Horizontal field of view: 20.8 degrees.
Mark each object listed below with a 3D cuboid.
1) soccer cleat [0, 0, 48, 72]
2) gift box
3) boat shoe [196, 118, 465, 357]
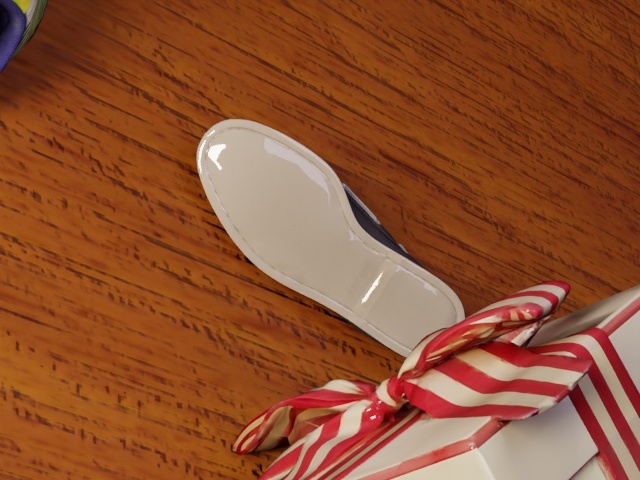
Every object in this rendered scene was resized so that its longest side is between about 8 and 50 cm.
[{"bbox_3d":[-0.184,-0.173,0.832,0.093,0.289,0.121,8,63,6],"label":"soccer cleat"},{"bbox_3d":[0.090,0.175,0.898,0.276,0.255,0.258,-28,90,-56],"label":"gift box"},{"bbox_3d":[0.000,0.000,1.086,0.206,0.075,0.065,40,-1,-16],"label":"boat shoe"}]
